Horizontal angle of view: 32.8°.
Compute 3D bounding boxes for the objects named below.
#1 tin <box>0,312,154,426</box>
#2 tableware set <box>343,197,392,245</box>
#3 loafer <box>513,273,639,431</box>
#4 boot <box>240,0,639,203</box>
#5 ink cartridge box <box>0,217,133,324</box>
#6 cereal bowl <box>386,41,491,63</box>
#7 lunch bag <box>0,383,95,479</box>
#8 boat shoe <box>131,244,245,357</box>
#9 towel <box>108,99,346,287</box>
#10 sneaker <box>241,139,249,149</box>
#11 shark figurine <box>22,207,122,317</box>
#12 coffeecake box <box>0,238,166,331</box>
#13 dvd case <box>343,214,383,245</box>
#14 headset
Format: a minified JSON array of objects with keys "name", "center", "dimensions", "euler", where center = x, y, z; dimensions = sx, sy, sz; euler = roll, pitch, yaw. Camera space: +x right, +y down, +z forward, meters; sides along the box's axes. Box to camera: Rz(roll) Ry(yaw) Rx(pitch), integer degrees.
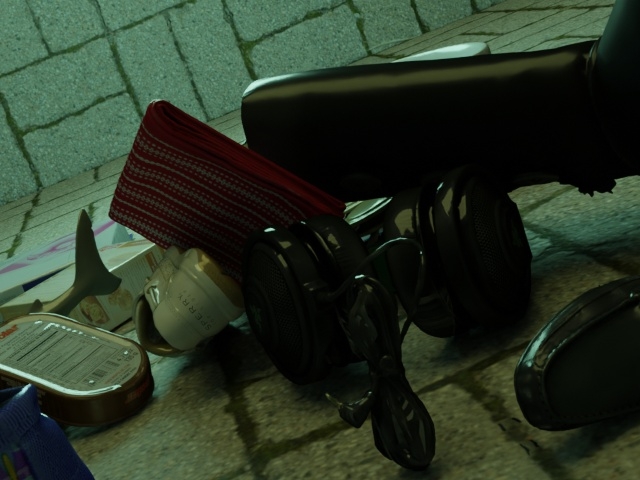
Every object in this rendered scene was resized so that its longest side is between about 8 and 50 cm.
[{"name":"tin","center":[-0.245,0.119,1.037],"dimensions":[0.190,0.040,0.106],"euler":[14,29,27]},{"name":"tableware set","center":[0.062,-0.034,1.205],"dimensions":[0.128,0.039,0.194],"euler":[-34,9,0]},{"name":"loafer","center":[0.217,0.052,0.661],"dimensions":[0.223,0.076,0.078],"euler":[-23,6,-21]},{"name":"boot","center":[0.132,-0.130,0.892],"dimensions":[0.445,0.367,0.146],"euler":[3,69,29]},{"name":"ink cartridge box","center":[-0.447,0.059,1.647],"dimensions":[0.324,0.071,0.330],"euler":[-23,15,-3]},{"name":"cereal bowl","center":[0.082,-0.151,1.475],"dimensions":[0.339,0.141,0.339],"euler":[-18,12,4]},{"name":"lunch bag","center":[-0.171,0.188,0.424],"dimensions":[0.293,0.221,0.138],"euler":[-17,14,17]},{"name":"boat shoe","center":[-0.143,0.067,1.064],"dimensions":[0.096,0.098,0.277],"euler":[-44,3,-12]},{"name":"towel","center":[-0.103,-0.026,1.054],"dimensions":[0.031,0.199,0.275],"euler":[-63,7,-26]},{"name":"sneaker","center":[-0.067,-0.012,1.212],"dimensions":[0.110,0.122,0.283],"euler":[-47,-4,-5]},{"name":"shark figurine","center":[-0.343,0.092,1.149],"dimensions":[0.278,0.116,0.166],"euler":[-38,11,24]},{"name":"coffeecake box","center":[-0.282,0.066,1.367],"dimensions":[0.142,0.068,0.185],"euler":[-9,19,43]},{"name":"dvd case","center":[0.000,0.000,1.293],"dimensions":[0.180,0.022,0.253],"euler":[-25,14,-14]},{"name":"headset","center":[0.057,0.054,0.860],"dimensions":[0.243,0.185,0.394],"euler":[-17,-1,6]}]
